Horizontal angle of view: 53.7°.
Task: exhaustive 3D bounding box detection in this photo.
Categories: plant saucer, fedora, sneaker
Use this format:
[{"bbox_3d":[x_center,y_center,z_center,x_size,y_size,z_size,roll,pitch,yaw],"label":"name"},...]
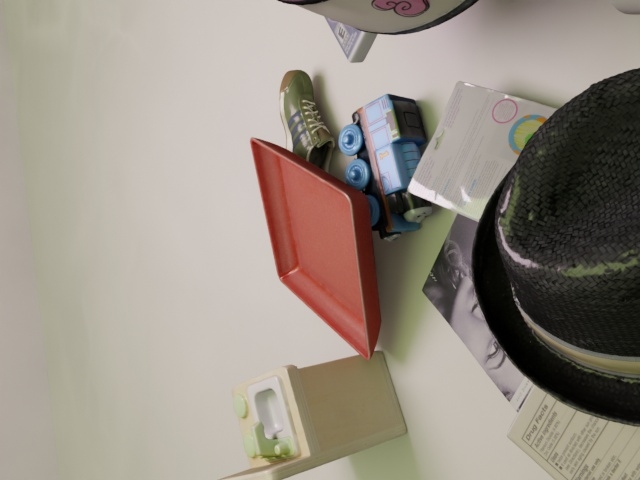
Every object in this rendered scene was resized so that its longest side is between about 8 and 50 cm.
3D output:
[{"bbox_3d":[0.000,0.000,0.883,0.258,0.048,0.259,37,143,49],"label":"plant saucer"},{"bbox_3d":[0.252,-0.029,0.468,0.334,0.152,0.334,-15,61,30],"label":"fedora"},{"bbox_3d":[-0.011,-0.160,0.946,0.086,0.064,0.192,6,99,43],"label":"sneaker"}]

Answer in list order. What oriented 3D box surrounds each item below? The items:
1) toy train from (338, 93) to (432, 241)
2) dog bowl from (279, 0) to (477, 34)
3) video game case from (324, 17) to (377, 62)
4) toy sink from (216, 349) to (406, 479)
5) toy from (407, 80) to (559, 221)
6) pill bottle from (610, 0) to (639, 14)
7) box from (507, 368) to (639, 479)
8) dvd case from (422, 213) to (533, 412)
[{"bbox_3d":[0.089,-0.094,0.815,0.105,0.080,0.184,-22,76,43],"label":"toy train"},{"bbox_3d":[0.018,-0.374,0.492,0.408,0.150,0.407,20,115,53],"label":"dog bowl"},{"bbox_3d":[0.037,-0.321,0.648,0.183,0.023,0.201,65,150,23],"label":"video game case"},{"bbox_3d":[-0.029,0.239,0.864,0.153,0.234,0.131,-34,68,48],"label":"toy sink"},{"bbox_3d":[0.222,-0.068,0.662,0.237,0.056,0.136,29,97,39],"label":"toy"},{"bbox_3d":[0.353,-0.216,0.408,0.301,0.169,0.169,20,109,47],"label":"pill bottle"},{"bbox_3d":[0.327,0.201,0.515,0.311,0.121,0.148,43,124,40],"label":"box"},{"bbox_3d":[0.198,0.055,0.699,0.221,0.018,0.164,56,134,50],"label":"dvd case"}]
